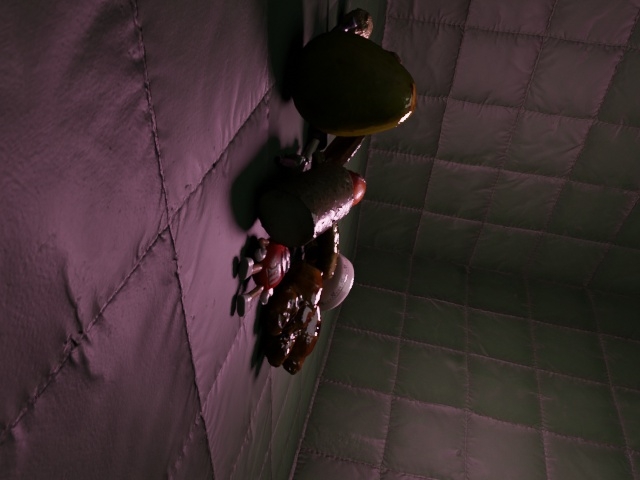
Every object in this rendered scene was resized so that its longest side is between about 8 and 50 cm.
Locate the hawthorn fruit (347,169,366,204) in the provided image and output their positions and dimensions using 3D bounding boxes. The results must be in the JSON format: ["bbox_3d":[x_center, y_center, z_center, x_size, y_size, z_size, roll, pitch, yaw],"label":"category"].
[{"bbox_3d":[0.114,-0.234,2.272,0.173,0.173,0.172,11,90,-82],"label":"hawthorn fruit"}]

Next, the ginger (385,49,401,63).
[{"bbox_3d":[0.136,-0.562,1.860,0.375,0.256,0.176,-52,121,-40],"label":"ginger"}]

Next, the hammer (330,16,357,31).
[{"bbox_3d":[0.126,-0.579,1.670,0.290,0.137,0.037,49,41,-32],"label":"hammer"}]

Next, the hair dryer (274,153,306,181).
[{"bbox_3d":[-0.091,-0.193,1.344,0.154,0.054,0.106,37,69,-70],"label":"hair dryer"}]

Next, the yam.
[{"bbox_3d":[-0.026,-0.097,1.288,0.304,0.168,0.168,-37,139,-58],"label":"yam"}]

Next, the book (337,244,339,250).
[{"bbox_3d":[0.012,-0.061,1.760,0.208,0.020,0.295,96,-20,-67],"label":"book"}]

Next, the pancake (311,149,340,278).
[{"bbox_3d":[-0.004,-0.072,1.594,0.426,0.067,0.304,93,-17,-54],"label":"pancake"}]

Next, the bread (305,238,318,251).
[{"bbox_3d":[0.000,0.000,2.012,0.114,0.111,0.129,-80,-177,-79],"label":"bread"}]

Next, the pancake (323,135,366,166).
[{"bbox_3d":[0.065,-0.313,1.746,0.286,0.033,0.288,-40,-160,26],"label":"pancake"}]

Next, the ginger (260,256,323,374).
[{"bbox_3d":[-0.082,0.252,1.585,0.274,0.152,0.357,-66,163,-58],"label":"ginger"}]

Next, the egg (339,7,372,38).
[{"bbox_3d":[0.124,-0.754,1.794,0.140,0.116,0.118,-66,-166,-9],"label":"egg"}]

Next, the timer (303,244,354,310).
[{"bbox_3d":[0.029,0.159,1.916,0.240,0.233,0.233,36,55,-34],"label":"timer"}]

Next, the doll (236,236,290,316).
[{"bbox_3d":[-0.133,0.074,1.245,0.217,0.085,0.183,-46,146,-59],"label":"doll"}]

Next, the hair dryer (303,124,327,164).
[{"bbox_3d":[-0.031,-0.287,1.624,0.100,0.057,0.197,87,24,-59],"label":"hair dryer"}]

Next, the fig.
[{"bbox_3d":[0.085,-0.385,1.279,0.258,0.326,0.258,-45,148,-39],"label":"fig"}]
